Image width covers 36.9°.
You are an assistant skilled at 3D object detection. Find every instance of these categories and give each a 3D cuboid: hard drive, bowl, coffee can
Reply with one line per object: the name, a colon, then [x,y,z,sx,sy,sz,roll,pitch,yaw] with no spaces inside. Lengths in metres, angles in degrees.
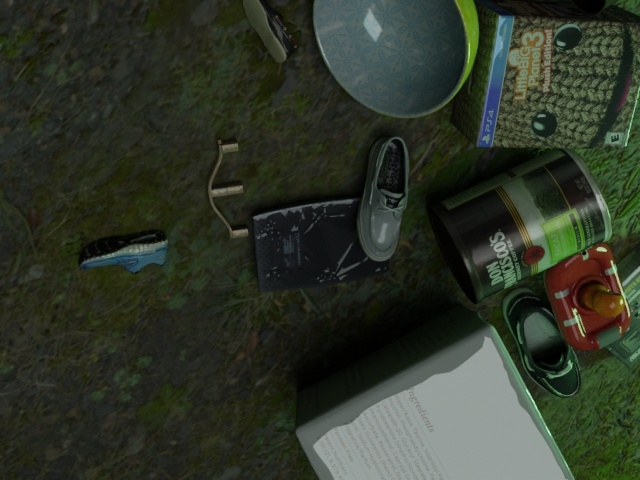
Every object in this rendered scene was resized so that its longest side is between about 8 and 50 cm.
hard drive: [0.000,0.000,1.783,0.254,0.054,0.172,-9,116,-10]
bowl: [0.147,-0.364,1.574,0.156,0.289,0.290,-42,127,-41]
coffee can: [0.365,-0.031,1.773,0.275,0.201,0.202,-26,118,-1]

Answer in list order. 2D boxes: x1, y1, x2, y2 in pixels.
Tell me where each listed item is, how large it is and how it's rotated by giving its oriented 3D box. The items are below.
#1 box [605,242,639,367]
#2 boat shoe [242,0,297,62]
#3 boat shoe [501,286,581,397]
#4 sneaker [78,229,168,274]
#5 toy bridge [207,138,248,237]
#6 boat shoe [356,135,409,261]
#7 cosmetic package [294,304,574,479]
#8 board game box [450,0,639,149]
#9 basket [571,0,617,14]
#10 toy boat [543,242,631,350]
box: [0.664,0.132,2.002,0.183,0.056,0.231,38,101,-24]
boat shoe: [-0.086,-0.364,1.602,0.042,0.049,0.133,-43,112,-29]
boat shoe: [0.467,0.233,1.982,0.114,0.091,0.302,-37,117,5]
sneaker: [-0.350,0.035,1.712,0.162,0.063,0.073,-9,119,-9]
toy bridge: [-0.170,-0.092,1.715,0.063,0.026,0.188,-9,116,-8]
boat shoe: [0.115,-0.078,1.709,0.079,0.081,0.228,7,83,-13]
cosmetic package: [0.196,0.363,1.792,0.393,0.329,0.328,-28,92,2]
board game box: [0.403,-0.293,1.694,0.290,0.141,0.232,-1,115,-13]
basket: [0.521,-0.511,1.615,0.226,0.154,0.204,-23,75,-11]
toy boat: [0.533,0.108,1.856,0.150,0.151,0.231,-25,103,-10]
